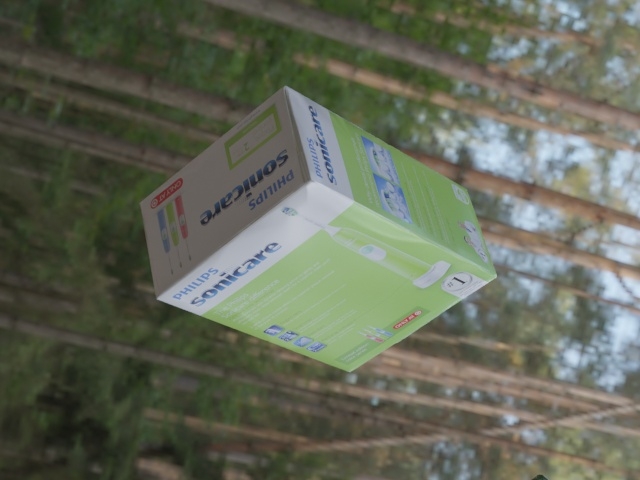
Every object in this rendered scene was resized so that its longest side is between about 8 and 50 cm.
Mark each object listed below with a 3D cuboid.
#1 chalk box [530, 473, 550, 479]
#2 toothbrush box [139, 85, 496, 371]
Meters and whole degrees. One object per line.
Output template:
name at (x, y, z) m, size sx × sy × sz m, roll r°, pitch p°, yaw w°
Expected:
chalk box at (0.138, 0.310, 0.912) m, size 0.179 × 0.180 × 0.289 m, roll -51°, pitch 175°, yaw 16°
toothbrush box at (0.000, 0.000, 1.380) m, size 0.206 × 0.283 × 0.122 m, roll -36°, pitch -129°, yaw 28°
